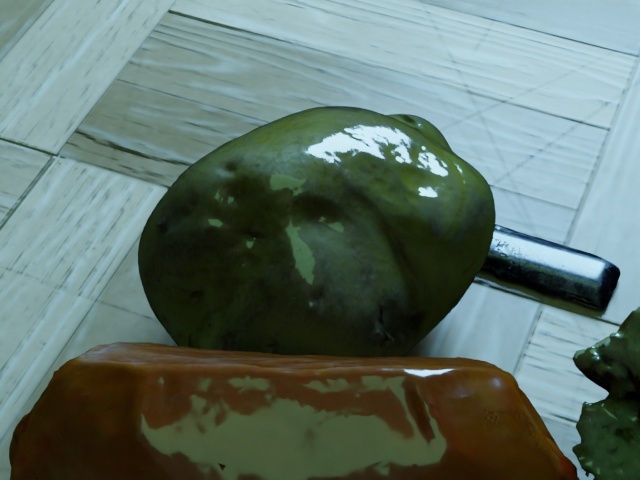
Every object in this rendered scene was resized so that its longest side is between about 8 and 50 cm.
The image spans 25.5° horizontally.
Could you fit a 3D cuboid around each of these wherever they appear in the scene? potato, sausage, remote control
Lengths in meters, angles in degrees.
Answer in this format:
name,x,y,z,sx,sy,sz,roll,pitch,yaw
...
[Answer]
name,x,y,z,sx,sy,sz,roll,pitch,yaw
potato,-0.001,0.003,0.795,0.200,0.137,0.154,-34,87,-28
sausage,-0.013,0.122,0.664,0.268,0.153,0.141,3,89,2
remote control,0.134,0.013,0.865,0.096,0.014,0.039,18,50,17

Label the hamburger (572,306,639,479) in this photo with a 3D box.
name,x,y,z,sx,sy,sz,roll,pitch,yaw
hamburger,0.282,0.106,0.670,0.309,0.132,0.211,25,16,22
